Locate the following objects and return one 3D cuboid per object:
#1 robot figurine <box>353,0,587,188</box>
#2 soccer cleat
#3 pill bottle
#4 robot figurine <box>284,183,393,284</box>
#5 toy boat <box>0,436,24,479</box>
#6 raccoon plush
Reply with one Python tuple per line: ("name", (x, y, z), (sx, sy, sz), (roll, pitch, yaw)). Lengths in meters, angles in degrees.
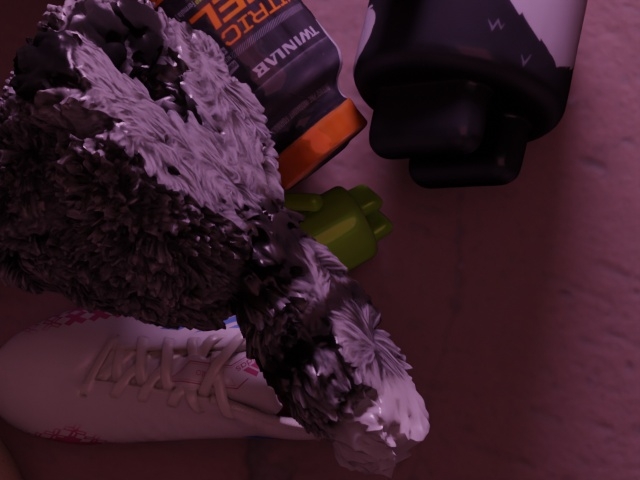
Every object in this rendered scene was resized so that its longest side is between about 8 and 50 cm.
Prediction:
("robot figurine", (0.125, -0.182, 1.278), (0.173, 0.209, 0.278), (13, 72, 2))
("soccer cleat", (-0.095, 0.100, 1.260), (0.331, 0.143, 0.116), (-1, 85, -6))
("pill bottle", (-0.071, -0.158, 1.291), (0.130, 0.130, 0.246), (-40, 91, -8))
("robot figurine", (0.000, 0.000, 1.316), (0.115, 0.067, 0.101), (-29, 120, -8))
("toy boat", (-0.381, 0.233, 1.232), (0.318, 0.148, 0.267), (7, 90, -13))
("raccoon plush", (-0.169, 0.039, 1.160), (0.299, 0.216, 0.446), (-37, 74, 27))
